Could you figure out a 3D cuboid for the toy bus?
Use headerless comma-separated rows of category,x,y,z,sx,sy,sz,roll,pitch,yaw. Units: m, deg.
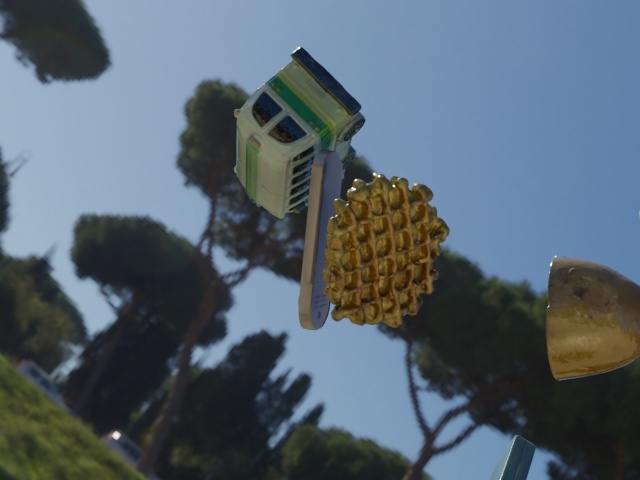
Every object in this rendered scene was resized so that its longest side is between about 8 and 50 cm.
toy bus,-0.042,-0.141,1.763,0.133,0.165,0.276,46,-17,13

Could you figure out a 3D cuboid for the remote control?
remote control,0.000,0.000,1.630,0.022,0.245,0.077,8,5,22

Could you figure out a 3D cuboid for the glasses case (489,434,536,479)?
glasses case,0.289,0.373,1.868,0.039,0.078,0.184,31,22,8

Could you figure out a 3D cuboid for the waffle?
waffle,0.074,0.013,1.392,0.038,0.191,0.191,26,-22,55

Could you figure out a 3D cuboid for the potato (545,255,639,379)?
potato,0.429,0.115,1.820,0.158,0.203,0.178,-5,-69,17
